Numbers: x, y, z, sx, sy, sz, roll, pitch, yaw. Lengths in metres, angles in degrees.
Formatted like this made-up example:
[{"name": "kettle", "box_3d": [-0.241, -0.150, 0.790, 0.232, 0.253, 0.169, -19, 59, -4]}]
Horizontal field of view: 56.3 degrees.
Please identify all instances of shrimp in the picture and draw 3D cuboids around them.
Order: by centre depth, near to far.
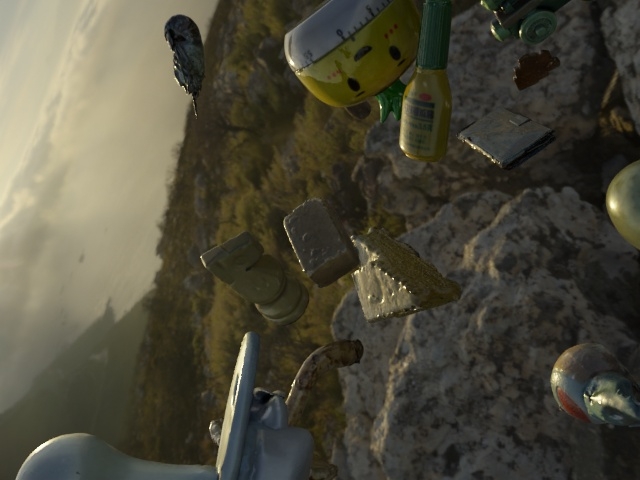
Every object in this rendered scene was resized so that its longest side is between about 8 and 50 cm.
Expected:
[{"name": "shrimp", "box_3d": [-0.292, -0.379, 1.325, 0.090, 0.079, 0.233, -82, -10, -58]}]

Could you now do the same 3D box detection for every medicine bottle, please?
[{"name": "medicine bottle", "box_3d": [0.182, -0.262, 0.995, 0.095, 0.064, 0.261, 30, 129, 40]}]

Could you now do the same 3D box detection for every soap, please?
[{"name": "soap", "box_3d": [0.236, 0.067, 1.761, 0.338, 0.169, 0.305, -33, 71, 61]}]

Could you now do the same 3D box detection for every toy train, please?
[{"name": "toy train", "box_3d": [0.476, -0.570, 1.275, 0.304, 0.221, 0.150, -36, 46, 27]}]

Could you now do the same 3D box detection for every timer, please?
[{"name": "timer", "box_3d": [0.092, -0.351, 1.160, 0.285, 0.285, 0.285, -38, 42, 45]}]

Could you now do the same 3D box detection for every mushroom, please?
[{"name": "mushroom", "box_3d": [-0.069, 0.308, 1.082, 0.208, 0.233, 0.302, -36, 34, 40]}]

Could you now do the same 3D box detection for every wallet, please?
[{"name": "wallet", "box_3d": [0.520, -0.296, 1.702, 0.169, 0.044, 0.317, -32, 26, 4]}]

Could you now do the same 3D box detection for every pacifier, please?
[{"name": "pacifier", "box_3d": [-0.133, 0.217, 0.506, 0.244, 0.232, 0.300, 149, 133, -74]}]

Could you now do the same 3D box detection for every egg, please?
[{"name": "egg", "box_3d": [0.868, -0.071, 1.423, 0.352, 0.258, 0.259, 30, 101, 29]}]

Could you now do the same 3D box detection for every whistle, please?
[{"name": "whistle", "box_3d": [0.618, 0.340, 1.307, 0.348, 0.189, 0.189, -87, 20, -83]}]

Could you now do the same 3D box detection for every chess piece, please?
[{"name": "chess piece", "box_3d": [-0.101, 0.059, 0.949, 0.090, 0.200, 0.090, -14, 55, 22]}]

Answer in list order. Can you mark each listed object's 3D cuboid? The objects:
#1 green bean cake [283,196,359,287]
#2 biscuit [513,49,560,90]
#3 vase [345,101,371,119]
[{"name": "green bean cake", "box_3d": [0.000, 0.000, 1.277, 0.109, 0.085, 0.179, -33, 51, 11]}, {"name": "biscuit", "box_3d": [0.535, -0.432, 1.515, 0.130, 0.119, 0.019, 118, 150, -55]}, {"name": "vase", "box_3d": [0.083, -0.343, 1.499, 0.053, 0.100, 0.053, -6, 77, 30]}]
